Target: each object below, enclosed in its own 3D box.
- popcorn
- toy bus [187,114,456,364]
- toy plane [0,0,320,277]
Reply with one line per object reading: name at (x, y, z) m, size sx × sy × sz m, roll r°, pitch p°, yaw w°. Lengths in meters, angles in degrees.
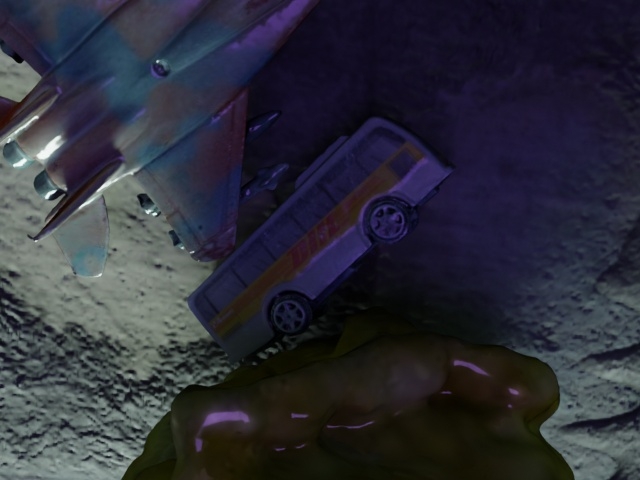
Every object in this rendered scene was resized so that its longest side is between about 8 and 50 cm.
popcorn at (0.017, 0.189, 0.440) m, size 0.312 × 0.312 × 0.312 m, roll -1°, pitch 112°, yaw -2°
toy bus at (0.000, 0.000, 0.471) m, size 0.075 × 0.064 × 0.190 m, roll 46°, pitch 104°, yaw 6°
toy plane at (-0.066, -0.116, 0.404) m, size 0.326 × 0.104 × 0.223 m, roll -37°, pitch 109°, yaw 7°
